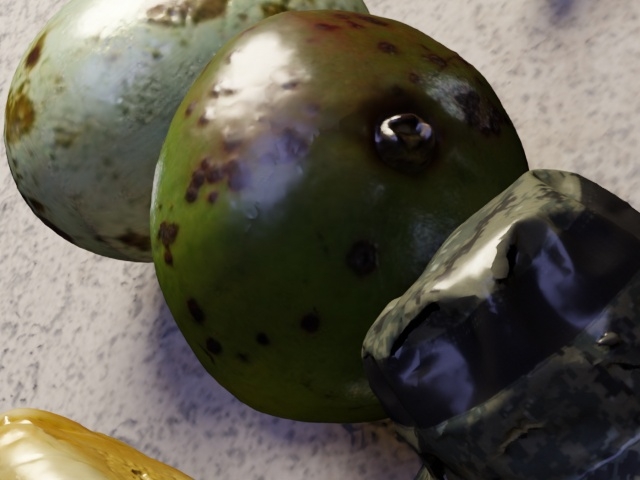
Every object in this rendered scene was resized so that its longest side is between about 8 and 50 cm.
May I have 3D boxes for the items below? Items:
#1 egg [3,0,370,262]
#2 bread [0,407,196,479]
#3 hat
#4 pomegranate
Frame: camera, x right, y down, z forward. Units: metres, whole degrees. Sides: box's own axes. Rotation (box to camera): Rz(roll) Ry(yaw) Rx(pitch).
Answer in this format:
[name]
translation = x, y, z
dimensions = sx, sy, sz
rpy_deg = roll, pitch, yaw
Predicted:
[egg]
translation = -0.075, -0.081, 0.940
dimensions = 0.231, 0.169, 0.169
rpy_deg = -25, 45, 15
[bread]
translation = -0.075, 0.184, 0.735
dimensions = 0.121, 0.173, 0.311
rpy_deg = -61, 34, 2
[hat]
translation = 0.091, 0.047, 0.645
dimensions = 0.265, 0.128, 0.265
rpy_deg = -36, 10, 7
[pomegranate]
translation = 0.000, 0.000, 0.809
dimensions = 0.248, 0.202, 0.202
rpy_deg = 134, 152, -57
